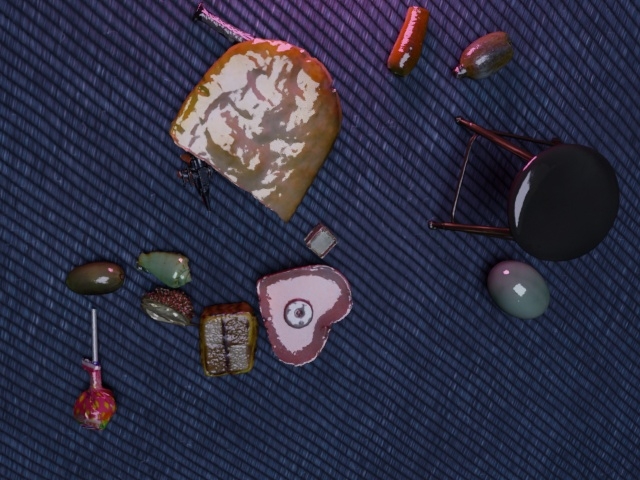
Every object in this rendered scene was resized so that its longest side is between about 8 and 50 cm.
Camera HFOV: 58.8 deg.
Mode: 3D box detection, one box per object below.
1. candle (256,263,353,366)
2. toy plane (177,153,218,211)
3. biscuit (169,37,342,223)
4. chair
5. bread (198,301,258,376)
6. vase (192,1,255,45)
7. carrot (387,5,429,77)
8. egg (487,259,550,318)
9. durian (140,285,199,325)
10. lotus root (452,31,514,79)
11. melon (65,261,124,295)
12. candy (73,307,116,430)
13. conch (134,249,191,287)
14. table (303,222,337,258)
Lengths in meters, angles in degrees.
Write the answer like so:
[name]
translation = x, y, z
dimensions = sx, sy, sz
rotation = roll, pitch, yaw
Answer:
[candle]
translation = -0.075, 0.201, 1.733
dimensions = 0.287, 0.131, 0.317
rotation = 29, 88, -9
[toy plane]
translation = -0.338, -0.167, 1.622
dimensions = 0.130, 0.061, 0.189
rotation = -29, 114, -33
[biscuit]
translation = -0.157, -0.331, 1.582
dimensions = 0.429, 0.104, 0.446
rotation = 29, 97, -23
[chair]
translation = 0.585, -0.131, 1.611
dimensions = 0.364, 0.410, 0.362
rotation = 9, 102, -13
[bread]
translation = -0.280, 0.305, 1.736
dimensions = 0.181, 0.096, 0.222
rotation = 0, 105, -7
[vase]
translation = -0.261, -0.572, 1.534
dimensions = 0.167, 0.059, 0.059
rotation = 30, 97, -16
[carrot]
translation = 0.256, -0.563, 1.615
dimensions = 0.087, 0.087, 0.193
rotation = 22, 97, -14
[egg]
translation = 0.636, 0.160, 1.820
dimensions = 0.231, 0.168, 0.168
rotation = 40, 94, -21
[durian]
translation = -0.432, 0.193, 1.673
dimensions = 0.188, 0.091, 0.148
rotation = 37, 139, -13
[lotus root]
translation = 0.473, -0.531, 1.660
dimensions = 0.192, 0.088, 0.113
rotation = -30, 114, -1
[melon]
translation = -0.643, 0.109, 1.619
dimensions = 0.162, 0.099, 0.099
rotation = -5, 105, -3
[candy]
translation = -0.672, 0.383, 1.694
dimensions = 0.124, 0.124, 0.366
rotation = -1, 96, -10
[conch]
translation = -0.451, 0.072, 1.661
dimensions = 0.170, 0.079, 0.106
rotation = 25, 84, -8
[table]
translation = 0.000, 0.000, 1.711
dimensions = 0.062, 0.083, 0.079
rotation = 41, 95, -17
